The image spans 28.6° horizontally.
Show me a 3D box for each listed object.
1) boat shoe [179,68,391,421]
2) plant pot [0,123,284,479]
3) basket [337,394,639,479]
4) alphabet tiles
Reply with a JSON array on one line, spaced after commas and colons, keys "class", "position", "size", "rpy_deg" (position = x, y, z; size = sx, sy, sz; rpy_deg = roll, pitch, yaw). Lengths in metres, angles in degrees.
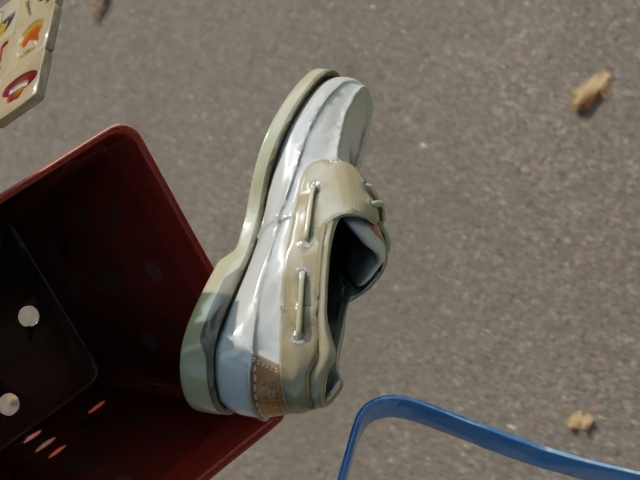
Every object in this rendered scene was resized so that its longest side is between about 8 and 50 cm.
[{"class": "boat shoe", "position": [0.000, 0.000, 0.918], "size": [0.103, 0.113, 0.302], "rpy_deg": [6, 56, 20]}, {"class": "plant pot", "position": [-0.236, 0.095, 0.994], "size": [0.267, 0.267, 0.236], "rpy_deg": [-36, 17, -28]}, {"class": "basket", "position": [0.103, 0.243, 0.790], "size": [0.255, 0.201, 0.289], "rpy_deg": [16, 53, 14]}, {"class": "alphabet tiles", "position": [-0.248, -0.082, 0.811], "size": [0.237, 0.009, 0.198], "rpy_deg": [-27, 44, 31]}]
